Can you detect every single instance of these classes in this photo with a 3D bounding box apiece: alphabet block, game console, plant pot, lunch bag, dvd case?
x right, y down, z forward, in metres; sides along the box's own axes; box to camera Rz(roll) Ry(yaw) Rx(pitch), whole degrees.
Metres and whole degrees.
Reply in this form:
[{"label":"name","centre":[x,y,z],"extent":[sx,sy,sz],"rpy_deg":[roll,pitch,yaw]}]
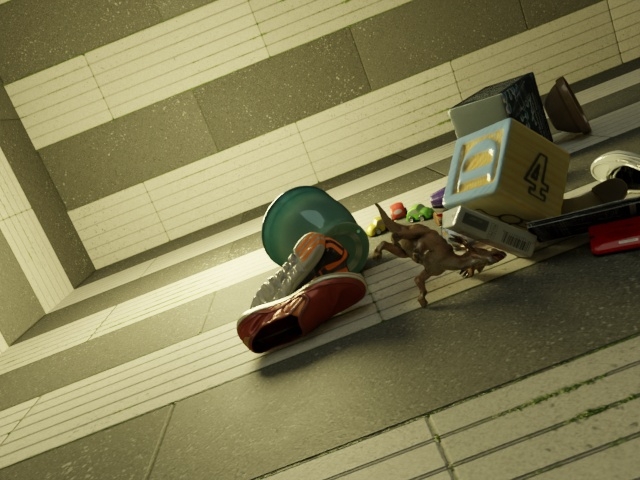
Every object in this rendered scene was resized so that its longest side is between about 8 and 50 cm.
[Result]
[{"label":"alphabet block","centre":[0.436,-0.142,1.376],"extent":[0.192,0.197,0.193],"rpy_deg":[-13,57,61]},{"label":"game console","centre":[0.647,-0.010,1.224],"extent":[0.144,0.085,0.124],"rpy_deg":[-14,46,30]},{"label":"plant pot","centre":[0.000,0.000,1.708],"extent":[0.272,0.271,0.255],"rpy_deg":[-26,29,-19]},{"label":"plant pot","centre":[0.937,-0.500,2.246],"extent":[0.110,0.237,0.237],"rpy_deg":[-29,8,29]},{"label":"lunch bag","centre":[0.373,-0.012,1.573],"extent":[0.071,0.053,0.083],"rpy_deg":[-23,39,-7]},{"label":"dvd case","centre":[0.575,-0.042,1.268],"extent":[0.221,0.018,0.164],"rpy_deg":[-14,-18,26]}]

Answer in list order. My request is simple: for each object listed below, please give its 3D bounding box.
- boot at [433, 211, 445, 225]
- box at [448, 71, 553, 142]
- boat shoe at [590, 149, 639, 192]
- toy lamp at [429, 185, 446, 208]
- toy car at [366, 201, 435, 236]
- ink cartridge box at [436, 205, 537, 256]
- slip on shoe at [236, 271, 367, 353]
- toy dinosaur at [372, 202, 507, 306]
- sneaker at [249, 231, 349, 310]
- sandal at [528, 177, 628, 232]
[{"label":"boot","centre":[0.403,-0.074,1.810],"extent":[0.087,0.042,0.118],"rpy_deg":[-15,15,1]},{"label":"box","centre":[0.688,-0.429,2.198],"extent":[0.212,0.293,0.395],"rpy_deg":[-11,18,40]},{"label":"boat shoe","centre":[0.775,-0.166,1.483],"extent":[0.088,0.096,0.267],"rpy_deg":[-20,21,-13]},{"label":"toy lamp","centre":[0.497,-0.162,1.917],"extent":[0.275,0.080,0.080],"rpy_deg":[-16,15,25]},{"label":"toy car","centre":[0.288,-0.091,2.009],"extent":[0.225,0.053,0.239],"rpy_deg":[-9,18,42]},{"label":"ink cartridge box","centre":[0.377,-0.016,1.383],"extent":[0.189,0.066,0.232],"rpy_deg":[21,-7,-2]},{"label":"slip on shoe","centre":[-0.037,0.176,1.383],"extent":[0.331,0.123,0.101],"rpy_deg":[-22,37,-5]},{"label":"toy dinosaur","centre":[0.252,0.015,1.341],"extent":[0.200,0.127,0.296],"rpy_deg":[-27,56,-33]},{"label":"sneaker","centre":[-0.038,0.138,1.506],"extent":[0.321,0.180,0.124],"rpy_deg":[-48,39,17]},{"label":"sandal","centre":[0.615,-0.067,1.402],"extent":[0.240,0.088,0.079],"rpy_deg":[-27,-23,20]}]
